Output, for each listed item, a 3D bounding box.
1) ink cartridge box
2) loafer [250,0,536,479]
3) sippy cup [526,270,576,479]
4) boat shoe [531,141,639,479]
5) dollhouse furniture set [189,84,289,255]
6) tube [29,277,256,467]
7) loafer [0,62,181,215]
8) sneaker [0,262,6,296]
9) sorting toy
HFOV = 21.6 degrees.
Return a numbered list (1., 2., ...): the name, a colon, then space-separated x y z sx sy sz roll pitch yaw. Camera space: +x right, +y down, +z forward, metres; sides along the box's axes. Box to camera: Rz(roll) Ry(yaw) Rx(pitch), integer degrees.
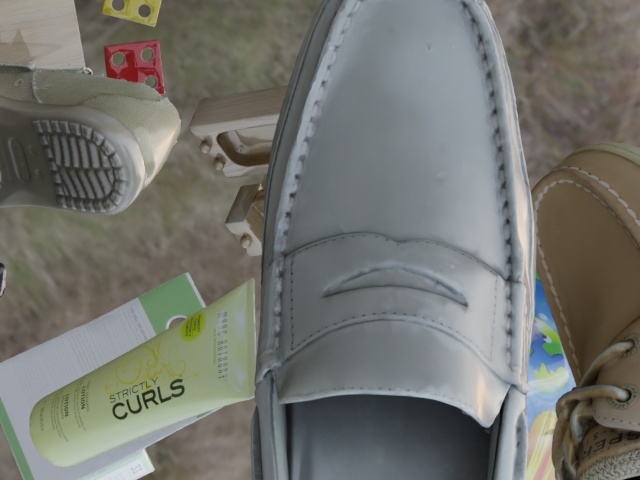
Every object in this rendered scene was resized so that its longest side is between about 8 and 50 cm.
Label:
1. ink cartridge box: -0.203 0.154 1.675 0.235 0.171 0.056 -25 145 -8
2. loafer: 0.030 0.047 0.612 0.112 0.319 0.111 1 172 -3
3. sippy cup: 0.079 0.134 1.161 0.224 0.305 0.240 -5 113 -59
4. boat shoe: 0.169 0.087 0.787 0.110 0.341 0.122 -7 140 -24
5. dollhouse furniture set: 0.000 0.000 1.026 0.151 0.144 0.123 54 43 -39
6. tube: -0.129 0.109 1.266 0.240 0.070 0.062 -26 -174 39
7. loafer: -0.203 -0.077 1.201 0.092 0.268 0.102 -29 123 -42
8. sneaker: -0.286 -0.003 1.265 0.074 0.170 0.063 -11 133 -28
9. sorting toy: -0.255 -0.161 1.359 0.274 0.046 0.132 -12 103 -16
